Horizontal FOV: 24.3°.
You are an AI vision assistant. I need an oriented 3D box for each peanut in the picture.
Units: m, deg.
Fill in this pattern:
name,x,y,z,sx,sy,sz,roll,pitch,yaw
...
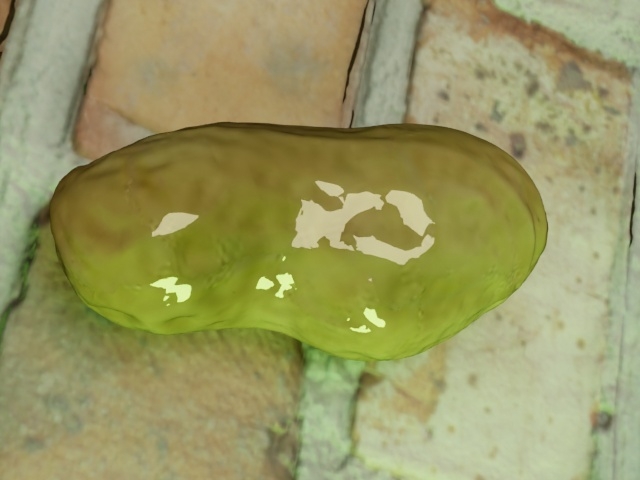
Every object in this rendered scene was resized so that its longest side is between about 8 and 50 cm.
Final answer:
name,x,y,z,sx,sy,sz,roll,pitch,yaw
peanut,0.000,0.000,0.876,0.318,0.147,0.148,0,71,-28
